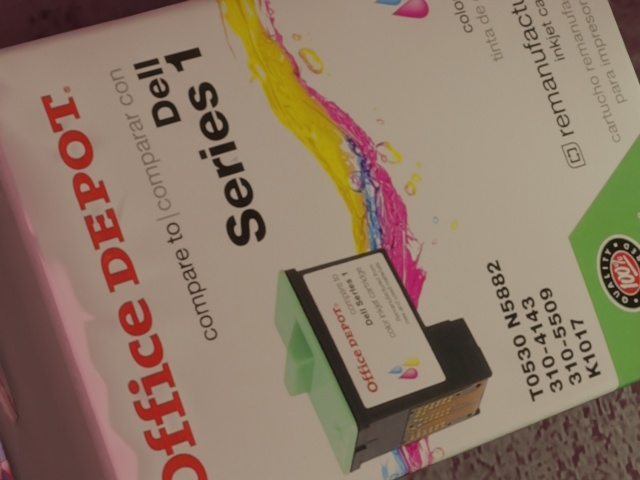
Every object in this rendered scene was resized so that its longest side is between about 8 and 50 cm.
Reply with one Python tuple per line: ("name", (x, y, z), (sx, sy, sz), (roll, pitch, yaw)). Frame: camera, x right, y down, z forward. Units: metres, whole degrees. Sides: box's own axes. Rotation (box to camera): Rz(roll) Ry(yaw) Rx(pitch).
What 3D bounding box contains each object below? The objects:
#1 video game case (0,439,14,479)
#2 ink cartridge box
("video game case", (-0.202, 0.096, 0.742), (0.244, 0.061, 0.269), (35, 85, -12))
("ink cartridge box", (0.000, 0.000, 0.711), (0.278, 0.117, 0.201), (-18, 86, -25))
